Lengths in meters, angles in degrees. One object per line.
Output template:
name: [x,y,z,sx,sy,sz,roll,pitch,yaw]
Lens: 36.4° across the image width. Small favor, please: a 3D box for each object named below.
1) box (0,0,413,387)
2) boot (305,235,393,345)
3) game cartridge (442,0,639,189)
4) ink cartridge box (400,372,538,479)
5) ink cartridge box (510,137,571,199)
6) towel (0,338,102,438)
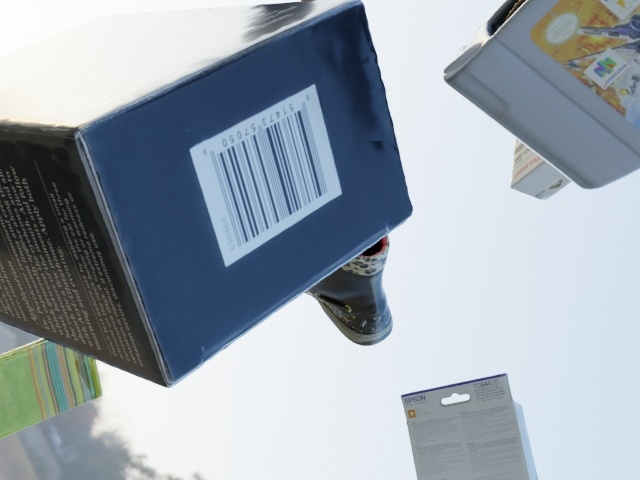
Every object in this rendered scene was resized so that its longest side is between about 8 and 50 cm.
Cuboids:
box: [-0.172,-0.069,0.883,0.396,0.294,0.211,11,-55,45]
boot: [0.002,0.000,1.165,0.236,0.085,0.178,44,-24,28]
game cartridge: [0.270,-0.179,0.787,0.198,0.062,0.297,36,-59,-14]
ink cartridge box: [0.270,0.370,1.776,0.223,0.045,0.223,-16,-103,29]
ink cartridge box: [0.306,-0.137,1.306,0.099,0.056,0.135,134,-30,-58]
towel: [-0.381,0.189,1.200,0.021,0.237,0.102,3,-71,49]
